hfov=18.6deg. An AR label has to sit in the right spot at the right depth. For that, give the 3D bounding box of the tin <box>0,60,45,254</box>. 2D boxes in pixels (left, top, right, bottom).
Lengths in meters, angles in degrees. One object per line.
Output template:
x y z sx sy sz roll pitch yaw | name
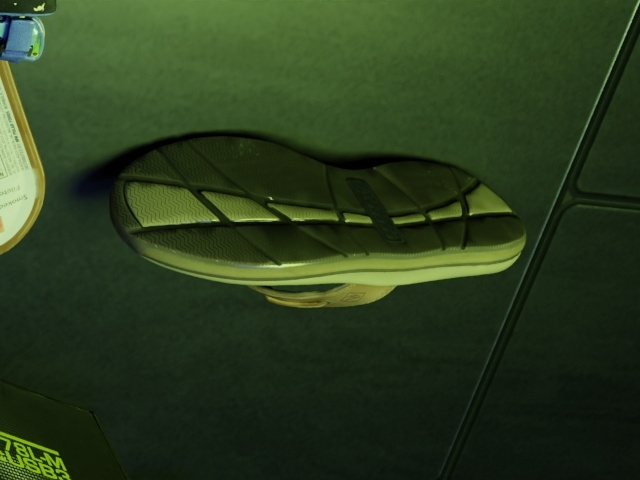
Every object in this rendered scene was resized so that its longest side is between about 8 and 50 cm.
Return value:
-0.216 -0.063 1.074 0.106 0.040 0.189 -20 129 -9 | tin

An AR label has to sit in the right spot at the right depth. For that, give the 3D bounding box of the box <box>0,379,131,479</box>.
-0.186 0.141 1.131 0.191 0.184 0.045 25 110 -36 | box

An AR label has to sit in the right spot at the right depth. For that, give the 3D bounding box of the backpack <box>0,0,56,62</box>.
-0.217 -0.159 0.927 0.173 0.158 0.117 1 114 -25 | backpack

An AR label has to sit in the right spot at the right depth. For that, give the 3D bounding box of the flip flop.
0.000 0.000 1.195 0.277 0.112 0.080 0 136 -34 | flip flop
